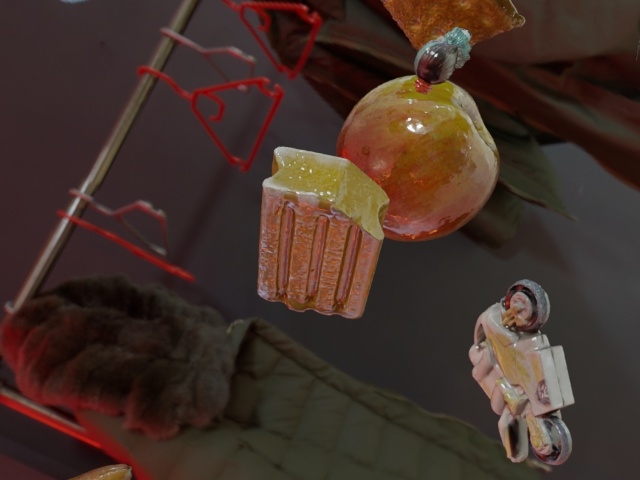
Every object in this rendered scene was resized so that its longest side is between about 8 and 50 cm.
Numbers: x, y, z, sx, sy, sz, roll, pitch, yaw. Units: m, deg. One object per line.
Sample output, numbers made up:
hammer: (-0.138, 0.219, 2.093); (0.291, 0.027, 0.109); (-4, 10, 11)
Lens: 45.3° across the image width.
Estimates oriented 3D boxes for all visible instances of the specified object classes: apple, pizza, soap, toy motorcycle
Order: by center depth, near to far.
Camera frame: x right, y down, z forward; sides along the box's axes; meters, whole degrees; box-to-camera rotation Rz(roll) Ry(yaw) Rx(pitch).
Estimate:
soap: (0.000, 0.000, 0.911); (0.232, 0.140, 0.073); (98, -177, -54)
apple: (0.179, -0.138, 1.317); (0.301, 0.302, 0.301); (-61, 7, 13)
pizza: (0.211, -0.402, 1.351); (0.197, 0.292, 0.058); (94, -162, -49)
toy motorcycle: (0.366, 0.248, 1.441); (0.223, 0.108, 0.340); (-18, 81, 58)

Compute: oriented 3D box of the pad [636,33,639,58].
pad: (0.495, -0.430, 1.197); (0.375, 0.063, 0.314); (-55, -33, -45)

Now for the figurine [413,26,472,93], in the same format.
figurine: (0.146, -0.216, 0.911); (0.106, 0.047, 0.060); (-42, -22, -42)

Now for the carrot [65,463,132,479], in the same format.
carrot: (-0.288, 0.257, 0.690); (0.248, 0.043, 0.043); (-22, 1, -8)
